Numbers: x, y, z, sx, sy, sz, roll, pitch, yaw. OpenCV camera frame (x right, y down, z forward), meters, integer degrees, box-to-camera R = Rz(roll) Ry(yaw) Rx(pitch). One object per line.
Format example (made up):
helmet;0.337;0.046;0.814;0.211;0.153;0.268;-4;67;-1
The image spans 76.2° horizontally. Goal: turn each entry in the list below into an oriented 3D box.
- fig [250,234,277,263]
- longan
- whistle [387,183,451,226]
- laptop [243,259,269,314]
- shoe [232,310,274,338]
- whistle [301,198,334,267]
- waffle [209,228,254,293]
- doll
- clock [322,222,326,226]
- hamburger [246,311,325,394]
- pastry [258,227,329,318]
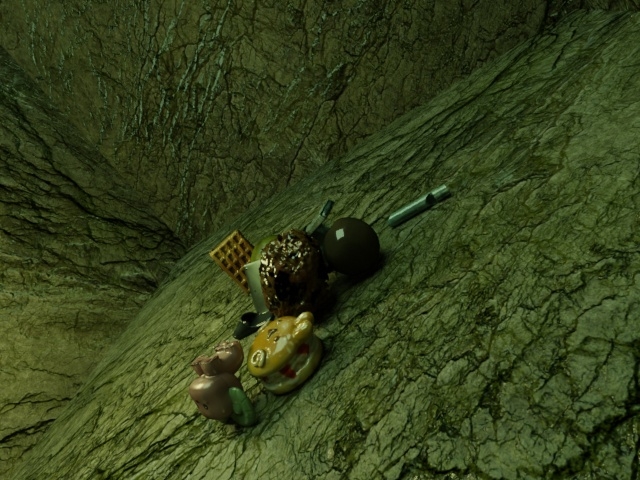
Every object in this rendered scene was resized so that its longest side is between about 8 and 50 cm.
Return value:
fig;-0.239;0.127;2.114;0.258;0.258;0.326;-26;34;28
longan;0.127;0.022;1.735;0.258;0.258;0.258;-32;22;14
whistle;0.446;-0.158;1.880;0.312;0.062;0.062;-30;22;17
laptop;-0.280;0.229;1.980;0.188;0.268;0.015;-20;-6;37
shoe;-0.334;0.380;1.944;0.241;0.093;0.108;-27;25;21
whistle;-0.027;-0.018;1.916;0.189;0.404;0.168;11;42;17
waffle;-0.452;0.122;2.344;0.224;0.327;0.098;-42;17;-10
doll;-0.339;0.523;1.445;0.284;0.268;0.216;-14;10;43
clock;-0.061;-0.024;2.421;0.226;0.049;0.226;-33;21;14
hamburger;-0.125;0.389;1.467;0.303;0.186;0.261;-24;25;25
pastry;-0.112;0.131;1.684;0.293;0.337;0.404;-4;63;4
